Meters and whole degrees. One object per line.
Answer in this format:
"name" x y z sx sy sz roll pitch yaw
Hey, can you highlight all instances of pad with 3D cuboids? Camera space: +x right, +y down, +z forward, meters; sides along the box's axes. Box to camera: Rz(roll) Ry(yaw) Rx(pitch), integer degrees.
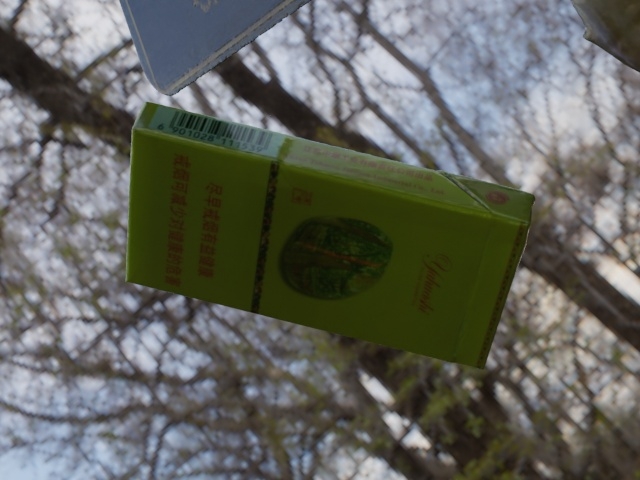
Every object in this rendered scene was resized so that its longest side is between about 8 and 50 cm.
"pad" -0.101 -0.240 1.115 0.063 0.315 0.375 -19 -3 -35

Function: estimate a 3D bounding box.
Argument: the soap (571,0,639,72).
"soap" 0.223 -0.091 0.541 0.076 0.233 0.135 -18 -41 -58

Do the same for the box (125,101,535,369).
"box" 0.000 0.000 1.200 0.047 0.335 0.187 -72 -6 -46
